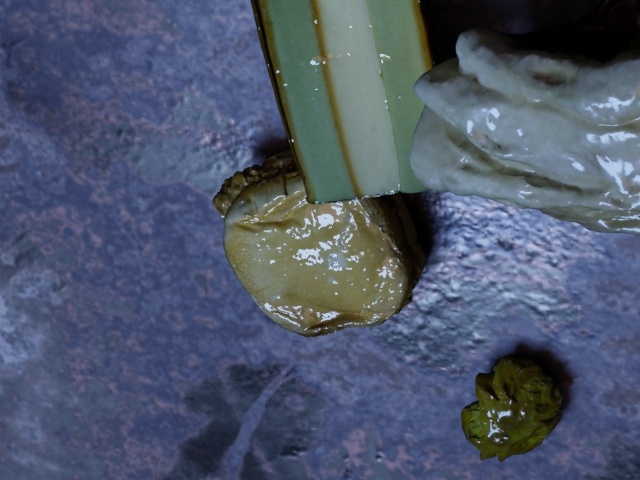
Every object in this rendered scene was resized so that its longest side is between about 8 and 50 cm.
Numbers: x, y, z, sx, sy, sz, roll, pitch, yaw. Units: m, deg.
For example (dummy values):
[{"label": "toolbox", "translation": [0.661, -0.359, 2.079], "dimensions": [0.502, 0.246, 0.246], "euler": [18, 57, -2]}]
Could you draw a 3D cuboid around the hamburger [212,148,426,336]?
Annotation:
[{"label": "hamburger", "translation": [0.000, 0.000, 1.451], "dimensions": [0.138, 0.083, 0.147], "euler": [-19, 110, 24]}]

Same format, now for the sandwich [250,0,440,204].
[{"label": "sandwich", "translation": [0.020, -0.117, 1.307], "dimensions": [0.117, 0.144, 0.187], "euler": [-8, 94, 9]}]

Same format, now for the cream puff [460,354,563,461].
[{"label": "cream puff", "translation": [0.144, 0.130, 1.478], "dimensions": [0.083, 0.058, 0.083], "euler": [-27, 107, 29]}]

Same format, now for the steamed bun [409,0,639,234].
[{"label": "steamed bun", "translation": [0.262, -0.138, 1.196], "dimensions": [0.428, 0.247, 0.189], "euler": [9, 135, 35]}]
